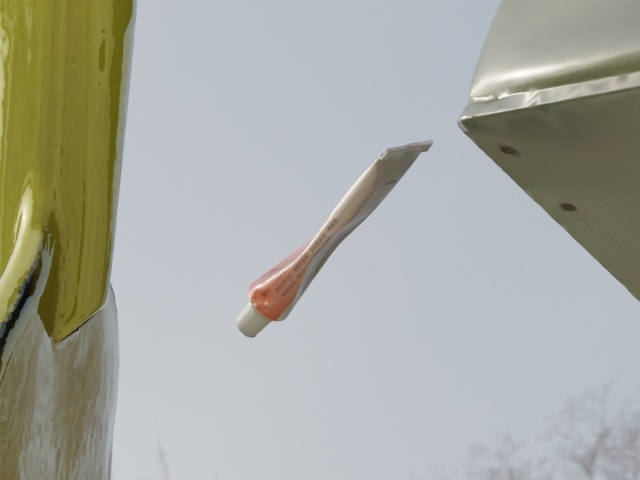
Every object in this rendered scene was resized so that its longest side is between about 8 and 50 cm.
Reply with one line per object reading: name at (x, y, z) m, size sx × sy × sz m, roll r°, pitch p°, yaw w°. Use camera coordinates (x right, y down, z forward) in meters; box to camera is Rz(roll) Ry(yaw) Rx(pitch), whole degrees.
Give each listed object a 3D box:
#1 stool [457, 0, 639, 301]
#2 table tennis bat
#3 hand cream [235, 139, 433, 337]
stool at (0.245, -0.090, 0.605) m, size 0.270 × 0.243 × 0.170 m, roll 39°, pitch -24°, yaw -28°
table tennis bat at (-0.118, 0.050, 0.504) m, size 0.054 × 0.224 × 0.368 m, roll 7°, pitch -81°, yaw 3°
hand cream at (0.001, 0.001, 0.885) m, size 0.038 × 0.052 × 0.216 m, roll 35°, pitch -57°, yaw -9°
